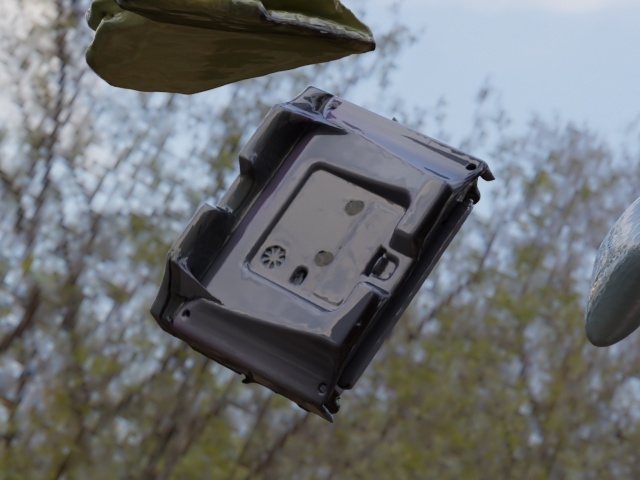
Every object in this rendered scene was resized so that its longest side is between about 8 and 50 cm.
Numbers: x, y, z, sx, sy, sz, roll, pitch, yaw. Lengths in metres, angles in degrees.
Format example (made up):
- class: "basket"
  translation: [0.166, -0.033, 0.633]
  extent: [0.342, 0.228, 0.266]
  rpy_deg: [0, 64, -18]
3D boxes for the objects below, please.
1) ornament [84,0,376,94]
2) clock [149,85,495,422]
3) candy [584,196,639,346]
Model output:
- class: "ornament"
  translation: [-0.051, -0.137, 1.131]
  extent: [0.180, 0.059, 0.201]
  rpy_deg: [6, -12, -17]
- class: "clock"
  translation: [0.000, 0.000, 1.416]
  extent: [0.186, 0.253, 0.083]
  rpy_deg: [26, -17, 29]
- class: "candy"
  translation: [0.320, 0.024, 1.806]
  extent: [0.071, 0.174, 0.138]
  rpy_deg: [31, -65, -2]
